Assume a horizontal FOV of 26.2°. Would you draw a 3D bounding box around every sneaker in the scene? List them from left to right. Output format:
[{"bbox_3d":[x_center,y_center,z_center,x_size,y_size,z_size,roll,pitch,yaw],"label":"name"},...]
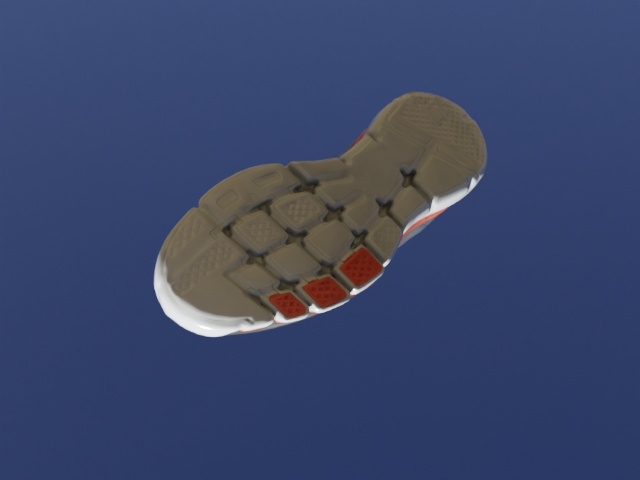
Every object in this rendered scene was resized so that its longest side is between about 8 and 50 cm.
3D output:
[{"bbox_3d":[0.000,0.000,0.526,0.158,0.065,0.061,-28,-103,-35],"label":"sneaker"}]
